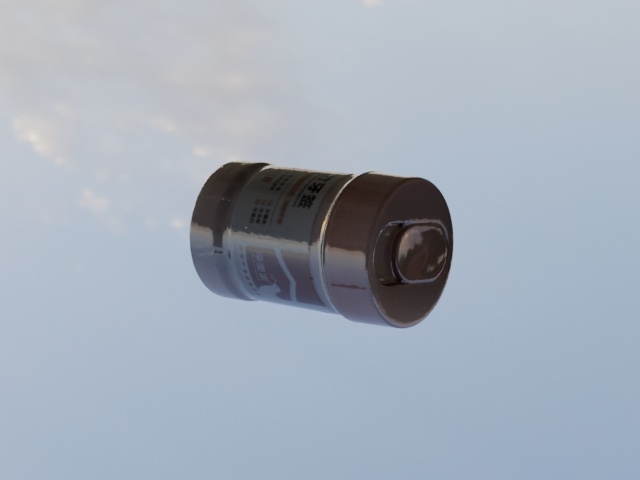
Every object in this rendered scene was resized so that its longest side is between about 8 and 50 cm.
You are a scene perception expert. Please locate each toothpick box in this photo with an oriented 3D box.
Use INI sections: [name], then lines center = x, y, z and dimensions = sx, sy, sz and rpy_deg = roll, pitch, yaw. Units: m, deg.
[toothpick box]
center = 0.000, 0.000, 0.989
dimensions = 0.149, 0.098, 0.098
rpy_deg = 8, -159, 37
